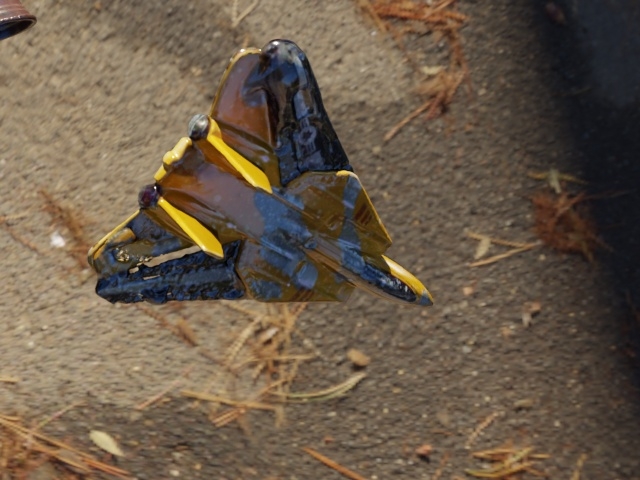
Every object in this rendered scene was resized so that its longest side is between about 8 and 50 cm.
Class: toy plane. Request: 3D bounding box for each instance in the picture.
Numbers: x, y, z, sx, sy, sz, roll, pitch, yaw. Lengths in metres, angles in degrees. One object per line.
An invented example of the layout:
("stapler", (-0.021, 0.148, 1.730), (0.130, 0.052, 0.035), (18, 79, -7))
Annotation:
("toy plane", (-0.008, -0.007, 0.815), (0.204, 0.103, 0.316), (-52, 148, 8))

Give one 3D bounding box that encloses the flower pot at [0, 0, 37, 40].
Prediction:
("flower pot", (-0.390, -0.276, 1.284), (0.111, 0.111, 0.089), (-22, 95, -28))
